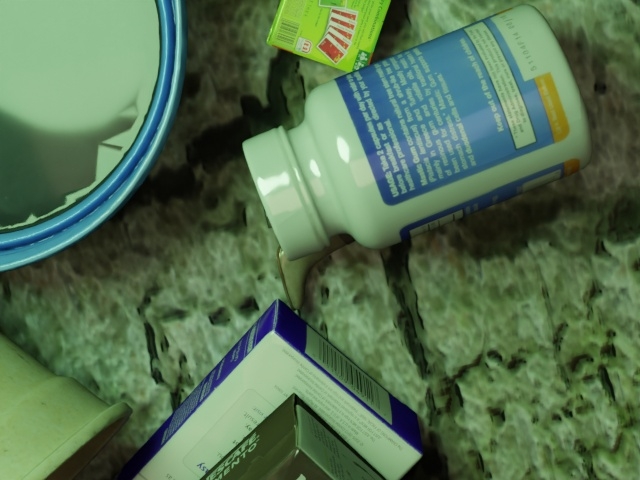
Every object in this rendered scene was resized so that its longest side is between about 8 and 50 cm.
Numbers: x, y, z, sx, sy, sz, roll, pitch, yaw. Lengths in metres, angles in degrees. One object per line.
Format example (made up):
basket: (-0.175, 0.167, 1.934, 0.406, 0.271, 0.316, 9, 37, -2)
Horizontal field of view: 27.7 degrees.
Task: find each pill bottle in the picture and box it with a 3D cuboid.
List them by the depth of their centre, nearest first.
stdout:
pill bottle: (0.078, -0.084, 1.102, 0.272, 0.152, 0.152, -21, 102, 1)

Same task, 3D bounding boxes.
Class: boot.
boot: (0.000, 0.000, 1.194, 0.087, 0.042, 0.118, -14, 103, 3)

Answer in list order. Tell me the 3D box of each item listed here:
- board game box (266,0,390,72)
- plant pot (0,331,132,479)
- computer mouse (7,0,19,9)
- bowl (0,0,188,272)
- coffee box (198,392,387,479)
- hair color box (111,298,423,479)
board game box: (0.026, -0.244, 1.130, 0.092, 0.043, 0.181, 19, 104, -3)
plant pot: (-0.389, 0.156, 1.130, 0.305, 0.334, 0.334, 46, 102, 3)
computer mouse: (-0.283, -0.225, 1.133, 0.188, 0.072, 0.272, -26, 102, 7)
bowl: (-0.296, -0.166, 1.069, 0.391, 0.077, 0.391, 0, 94, 6)
coffee box: (0.023, 0.301, 1.123, 0.168, 0.119, 0.297, -43, 103, 9)
hair color box: (-0.084, 0.243, 1.224, 0.185, 0.110, 0.339, 41, 100, -9)
